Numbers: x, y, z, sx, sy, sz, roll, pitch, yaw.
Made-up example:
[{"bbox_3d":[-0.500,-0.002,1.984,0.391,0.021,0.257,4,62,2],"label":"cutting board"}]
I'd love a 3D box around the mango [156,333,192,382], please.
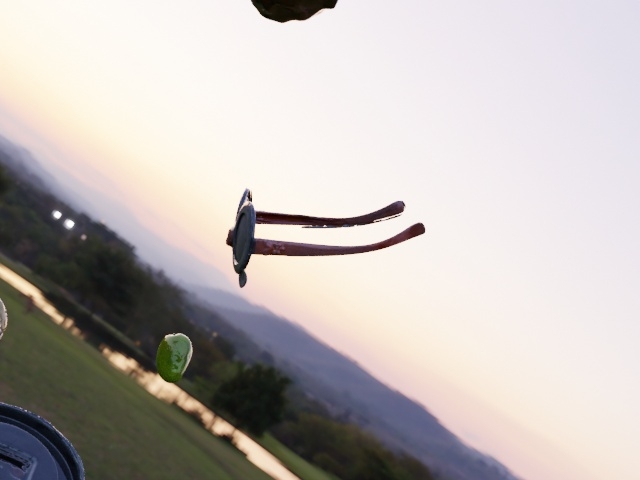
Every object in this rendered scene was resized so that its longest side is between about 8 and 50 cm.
[{"bbox_3d":[-0.308,0.247,2.015,0.073,0.108,0.056,2,-26,3],"label":"mango"}]

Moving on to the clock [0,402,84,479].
[{"bbox_3d":[-0.510,0.374,1.515,0.280,0.055,0.280,27,27,-15],"label":"clock"}]

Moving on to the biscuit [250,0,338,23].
[{"bbox_3d":[0.049,-0.403,0.759,0.166,0.343,0.395,9,-20,-2],"label":"biscuit"}]

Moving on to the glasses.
[{"bbox_3d":[0.000,0.000,1.372,0.268,0.118,0.234,5,9,-6],"label":"glasses"}]

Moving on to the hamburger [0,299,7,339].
[{"bbox_3d":[-0.646,0.148,1.753,0.164,0.189,0.093,37,24,8],"label":"hamburger"}]
